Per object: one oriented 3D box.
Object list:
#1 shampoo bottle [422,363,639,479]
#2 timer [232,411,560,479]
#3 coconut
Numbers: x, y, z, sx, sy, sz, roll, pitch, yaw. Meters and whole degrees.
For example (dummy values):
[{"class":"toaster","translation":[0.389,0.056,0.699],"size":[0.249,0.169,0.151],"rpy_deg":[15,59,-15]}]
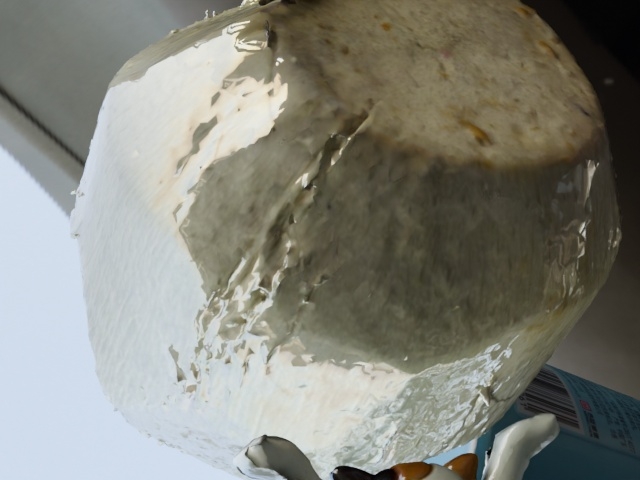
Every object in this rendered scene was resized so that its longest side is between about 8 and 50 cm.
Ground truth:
[{"class":"shampoo bottle","translation":[0.209,0.293,1.245],"size":[0.342,0.331,0.331],"rpy_deg":[24,-100,-22]},{"class":"timer","translation":[0.058,0.199,0.435],"size":[0.175,0.175,0.266],"rpy_deg":[2,-115,-26]},{"class":"coconut","translation":[0.000,0.000,0.772],"size":[0.346,0.360,0.346],"rpy_deg":[14,-136,-14]}]
